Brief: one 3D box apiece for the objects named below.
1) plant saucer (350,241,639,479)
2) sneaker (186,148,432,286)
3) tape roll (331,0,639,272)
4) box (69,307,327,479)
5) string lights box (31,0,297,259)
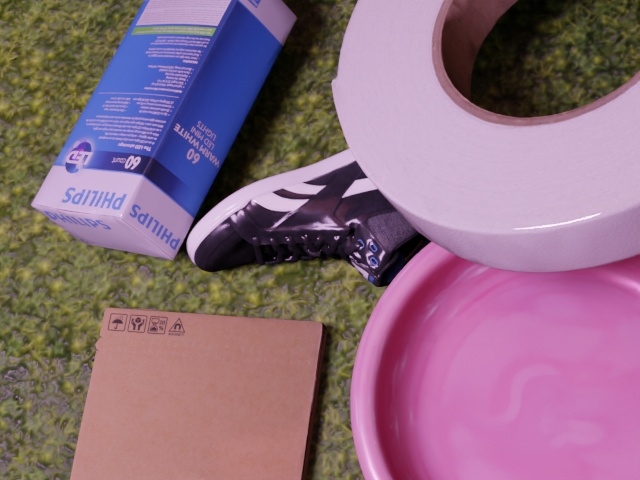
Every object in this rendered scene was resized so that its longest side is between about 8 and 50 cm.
[{"bbox_3d":[0.192,0.130,0.996,0.332,0.084,0.332,-4,67,10],"label":"plant saucer"},{"bbox_3d":[0.000,0.000,1.091,0.217,0.079,0.121,-26,63,-2],"label":"sneaker"},{"bbox_3d":[0.195,-0.160,1.003,0.392,0.072,0.392,-15,55,23],"label":"tape roll"},{"bbox_3d":[-0.104,0.141,1.082,0.201,0.021,0.164,3,68,12],"label":"box"},{"bbox_3d":[-0.140,-0.119,1.147,0.133,0.077,0.259,9,67,43],"label":"string lights box"}]
